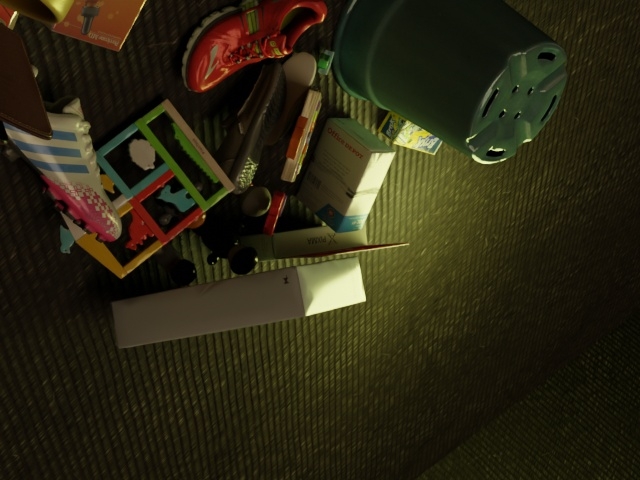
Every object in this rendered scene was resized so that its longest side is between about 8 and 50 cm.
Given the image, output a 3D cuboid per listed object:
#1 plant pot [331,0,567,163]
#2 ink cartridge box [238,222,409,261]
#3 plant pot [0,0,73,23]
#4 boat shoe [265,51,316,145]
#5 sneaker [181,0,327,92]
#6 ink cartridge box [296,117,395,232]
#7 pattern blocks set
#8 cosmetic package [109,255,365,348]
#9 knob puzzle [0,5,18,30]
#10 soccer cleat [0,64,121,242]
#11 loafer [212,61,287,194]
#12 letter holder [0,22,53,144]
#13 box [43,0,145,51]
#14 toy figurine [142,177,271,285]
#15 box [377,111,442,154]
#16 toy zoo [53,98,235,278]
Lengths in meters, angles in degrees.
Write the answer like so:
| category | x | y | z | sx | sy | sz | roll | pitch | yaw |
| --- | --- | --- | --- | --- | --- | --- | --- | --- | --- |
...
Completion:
| category | x | y | z | sx | sy | sz | roll | pitch | yaw |
| --- | --- | --- | --- | --- | --- | --- | --- | --- | --- |
| plant pot | 0.255 | -0.334 | 2.024 | 0.341 | 0.334 | 0.341 | -30 | 143 | -26 |
| ink cartridge box | 0.000 | 0.000 | 2.182 | 0.275 | 0.239 | 0.060 | -8 | 91 | -46 |
| plant pot | -0.369 | -0.426 | 1.296 | 0.239 | 0.254 | 0.254 | -62 | 148 | -5 |
| boat shoe | -0.058 | -0.259 | 1.994 | 0.063 | 0.066 | 0.184 | -34 | 146 | -76 |
| sneaker | -0.108 | -0.336 | 1.794 | 0.279 | 0.118 | 0.107 | -40 | 146 | -12 |
| ink cartridge box | 0.048 | -0.132 | 2.173 | 0.082 | 0.139 | 0.190 | -5 | 128 | -46 |
| pattern blocks set | -0.032 | -0.188 | 1.966 | 0.285 | 0.026 | 0.324 | -73 | -179 | -71 |
| cosmetic package | -0.145 | 0.111 | 1.977 | 0.377 | 0.097 | 0.284 | -12 | 176 | 24 |
| knob puzzle | -0.479 | -0.314 | 1.465 | 0.213 | 0.030 | 0.213 | -31 | 144 | -26 |
| soccer cleat | -0.382 | -0.130 | 1.646 | 0.143 | 0.116 | 0.331 | -49 | 133 | -11 |
| loafer | -0.133 | -0.208 | 1.908 | 0.094 | 0.087 | 0.251 | 65 | 46 | -70 |
| letter holder | -0.501 | -0.208 | 1.346 | 0.152 | 0.214 | 0.302 | -35 | 149 | 13 |
| box | -0.317 | -0.374 | 1.534 | 0.130 | 0.091 | 0.170 | 8 | 118 | -53 |
| toy figurine | -0.208 | -0.027 | 1.976 | 0.210 | 0.148 | 0.213 | -16 | 136 | -40 |
| box | 0.199 | -0.232 | 2.325 | 0.169 | 0.054 | 0.059 | 8 | 117 | -52 |
| toy zoo | -0.312 | -0.073 | 1.799 | 0.293 | 0.030 | 0.192 | -40 | 102 | -12 |
